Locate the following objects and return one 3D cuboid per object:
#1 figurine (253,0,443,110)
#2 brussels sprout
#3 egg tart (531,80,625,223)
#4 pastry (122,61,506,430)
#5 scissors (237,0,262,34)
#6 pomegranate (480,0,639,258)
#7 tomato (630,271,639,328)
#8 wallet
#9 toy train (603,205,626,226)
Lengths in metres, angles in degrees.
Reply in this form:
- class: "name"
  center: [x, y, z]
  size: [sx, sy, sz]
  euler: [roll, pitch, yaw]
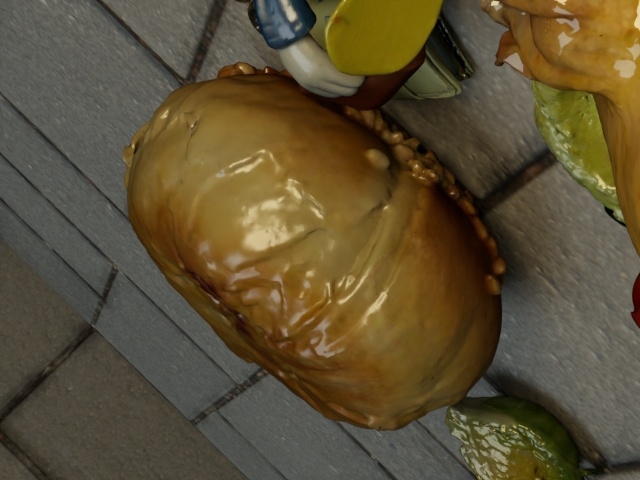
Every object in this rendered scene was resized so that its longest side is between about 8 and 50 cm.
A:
- class: "figurine"
  center: [0.014, -0.231, 0.973]
  size: [0.338, 0.204, 0.283]
  euler: [48, 167, 35]
- class: "brussels sprout"
  center: [0.231, 0.236, 1.547]
  size: [0.181, 0.100, 0.139]
  euler: [43, 151, 9]
- class: "egg tart"
  center: [0.234, -0.083, 0.902]
  size: [0.197, 0.078, 0.197]
  euler: [36, 158, 17]
- class: "pastry"
  center: [0.000, 0.000, 1.276]
  size: [0.409, 0.245, 0.409]
  euler: [38, 167, 11]
- class: "scissors"
  center: [-0.032, -0.238, 1.214]
  size: [0.088, 0.017, 0.220]
  euler: [52, 160, -11]
- class: "pomegranate"
  center: [0.232, -0.079, 0.512]
  size: [0.342, 0.342, 0.342]
  euler: [38, 160, 17]
- class: "tomato"
  center: [0.289, 0.049, 1.069]
  size: [0.087, 0.075, 0.087]
  euler: [34, 158, 16]
- class: "wallet"
  center: [0.054, -0.167, 1.149]
  size: [0.110, 0.039, 0.155]
  euler: [54, 160, -22]
- class: "toy train"
  center: [0.302, -0.005, 0.976]
  size: [0.209, 0.042, 0.044]
  euler: [29, 133, 40]
